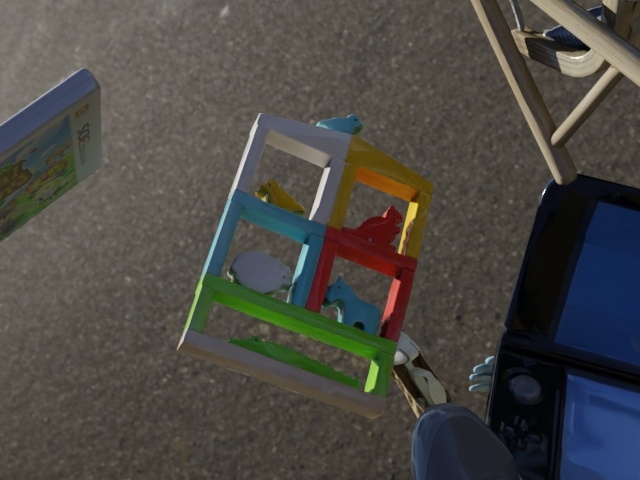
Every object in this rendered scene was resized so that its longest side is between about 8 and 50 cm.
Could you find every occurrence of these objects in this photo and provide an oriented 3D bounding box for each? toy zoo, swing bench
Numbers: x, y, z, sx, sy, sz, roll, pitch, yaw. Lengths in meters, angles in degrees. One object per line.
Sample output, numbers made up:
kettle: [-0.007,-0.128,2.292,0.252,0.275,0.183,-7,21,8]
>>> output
toy zoo: [0.000,0.000,0.878,0.030,0.192,0.293,129,160,-60]
swing bench: [0.250,-0.224,0.777,0.255,0.253,0.165,57,155,15]

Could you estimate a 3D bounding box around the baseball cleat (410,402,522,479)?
baseball cleat: [0.118,0.184,0.509,0.109,0.072,0.206,-32,78,62]

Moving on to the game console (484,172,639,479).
game console: [0.301,0.111,0.769,0.250,0.293,0.173,-69,-9,-47]

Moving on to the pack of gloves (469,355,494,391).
pack of gloves: [0.335,0.163,1.428,0.195,0.232,0.046,-53,44,26]

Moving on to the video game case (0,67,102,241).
video game case: [-0.259,-0.031,0.720,0.212,0.023,0.193,-40,-2,-18]

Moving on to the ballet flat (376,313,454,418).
ballet flat: [0.137,0.188,1.372,0.073,0.206,0.067,-39,4,-29]
